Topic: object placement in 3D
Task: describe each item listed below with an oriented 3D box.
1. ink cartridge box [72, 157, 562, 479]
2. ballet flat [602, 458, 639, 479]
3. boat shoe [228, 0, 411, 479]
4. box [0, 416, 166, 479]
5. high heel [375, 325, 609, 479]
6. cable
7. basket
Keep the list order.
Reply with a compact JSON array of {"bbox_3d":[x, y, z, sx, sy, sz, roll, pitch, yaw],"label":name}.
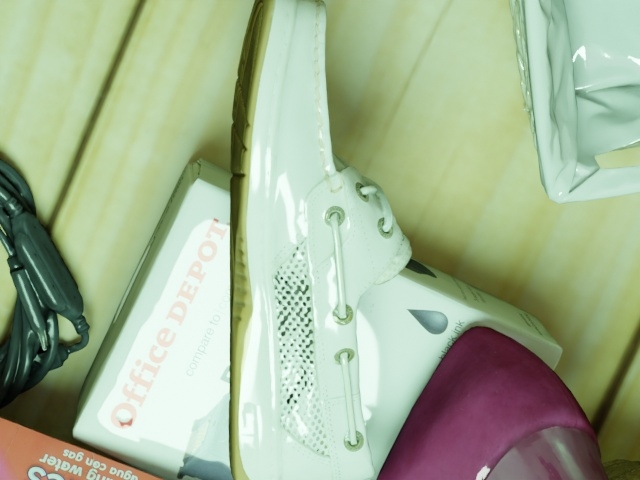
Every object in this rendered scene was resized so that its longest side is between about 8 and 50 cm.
[{"bbox_3d":[-0.006,0.080,1.067,0.237,0.100,0.172,25,97,-7],"label":"ink cartridge box"},{"bbox_3d":[0.087,0.247,1.091,0.342,0.124,0.116,-43,104,6],"label":"ballet flat"},{"bbox_3d":[0.000,0.000,0.960,0.096,0.098,0.277,0,106,-4],"label":"boat shoe"},{"bbox_3d":[-0.147,0.193,1.035,0.257,0.128,0.122,21,66,0],"label":"box"},{"bbox_3d":[0.026,0.229,1.007,0.127,0.181,0.377,30,110,-38],"label":"high heel"},{"bbox_3d":[-0.234,0.019,1.080,0.151,0.047,0.184,-28,103,8],"label":"cable"},{"bbox_3d":[0.166,-0.121,1.012,0.113,0.103,0.167,-10,125,1],"label":"basket"}]
